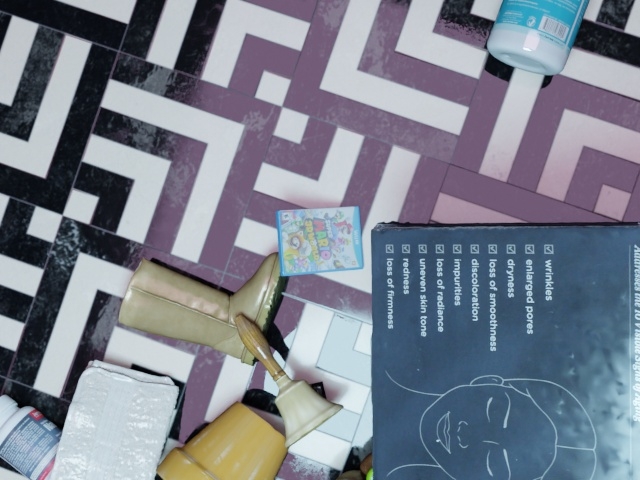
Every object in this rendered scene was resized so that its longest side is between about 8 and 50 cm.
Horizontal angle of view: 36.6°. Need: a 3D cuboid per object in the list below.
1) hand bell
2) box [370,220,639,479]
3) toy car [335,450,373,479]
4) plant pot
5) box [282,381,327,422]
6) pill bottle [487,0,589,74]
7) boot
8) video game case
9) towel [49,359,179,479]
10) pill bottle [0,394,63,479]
[{"bbox_3d":[-0.077,0.233,1.720,0.126,0.126,0.242,-36,79,3],"label":"hand bell"},{"bbox_3d":[0.352,0.206,1.546,0.472,0.297,0.479,1,91,34],"label":"box"},{"bbox_3d":[0.077,0.471,1.745,0.188,0.155,0.149,-27,88,13],"label":"toy car"},{"bbox_3d":[-0.159,0.403,1.745,0.205,0.205,0.188,38,77,4],"label":"plant pot"},{"bbox_3d":[-0.032,0.299,1.792,0.083,0.062,0.052,-13,90,4],"label":"box"},{"bbox_3d":[0.407,-0.440,1.722,0.146,0.146,0.264,21,91,4],"label":"pill bottle"},{"bbox_3d":[-0.216,0.091,1.796,0.270,0.089,0.236,20,91,5],"label":"boot"},{"bbox_3d":[0.000,0.000,1.774,0.166,0.015,0.119,-4,89,-27],"label":"video game case"},{"bbox_3d":[-0.378,0.370,1.764,0.187,0.049,0.282,15,71,-10],"label":"towel"},{"bbox_3d":[-0.547,0.374,1.808,0.180,0.108,0.108,38,92,3],"label":"pill bottle"}]
